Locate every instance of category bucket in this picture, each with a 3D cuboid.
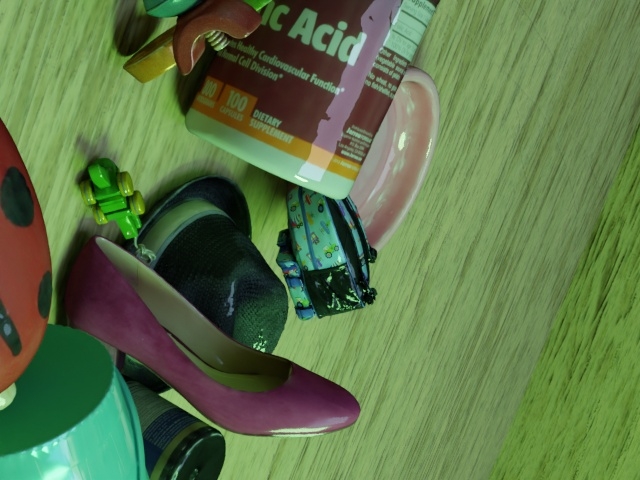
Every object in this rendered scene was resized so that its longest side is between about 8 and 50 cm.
[{"bbox_3d":[-0.322,0.226,1.577,0.281,0.281,0.183,-37,133,-43],"label":"bucket"}]

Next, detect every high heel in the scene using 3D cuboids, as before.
[{"bbox_3d":[-0.122,0.119,1.763,0.127,0.377,0.181,-93,-164,-64],"label":"high heel"}]

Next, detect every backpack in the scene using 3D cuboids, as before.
[{"bbox_3d":[0.000,0.000,1.985,0.158,0.117,0.173,-85,156,-63],"label":"backpack"}]

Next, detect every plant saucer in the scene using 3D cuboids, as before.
[{"bbox_3d":[0.056,-0.112,2.188,0.332,0.084,0.332,-44,149,-35],"label":"plant saucer"}]

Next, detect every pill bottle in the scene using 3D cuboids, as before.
[{"bbox_3d":[0.012,-0.268,1.791,0.392,0.224,0.224,-65,155,4],"label":"pill bottle"},{"bbox_3d":[-0.233,0.239,1.814,0.123,0.219,0.123,-43,148,-36],"label":"pill bottle"}]

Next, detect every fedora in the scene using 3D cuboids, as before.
[{"bbox_3d":[-0.138,0.084,1.926,0.334,0.152,0.334,-44,149,-36],"label":"fedora"}]

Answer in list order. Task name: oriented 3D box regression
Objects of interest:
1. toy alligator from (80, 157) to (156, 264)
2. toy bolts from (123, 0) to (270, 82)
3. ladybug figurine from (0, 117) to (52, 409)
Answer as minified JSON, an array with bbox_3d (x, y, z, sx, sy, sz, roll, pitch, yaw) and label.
[{"bbox_3d":[-0.235,-0.043,1.737,0.190,0.056,0.051,67,12,-53],"label":"toy alligator"},{"bbox_3d":[-0.161,-0.275,1.571,0.218,0.158,0.228,-31,-164,13],"label":"toy bolts"},{"bbox_3d":[-0.363,-0.023,1.227,0.305,0.162,0.449,-53,129,-30],"label":"ladybug figurine"}]
